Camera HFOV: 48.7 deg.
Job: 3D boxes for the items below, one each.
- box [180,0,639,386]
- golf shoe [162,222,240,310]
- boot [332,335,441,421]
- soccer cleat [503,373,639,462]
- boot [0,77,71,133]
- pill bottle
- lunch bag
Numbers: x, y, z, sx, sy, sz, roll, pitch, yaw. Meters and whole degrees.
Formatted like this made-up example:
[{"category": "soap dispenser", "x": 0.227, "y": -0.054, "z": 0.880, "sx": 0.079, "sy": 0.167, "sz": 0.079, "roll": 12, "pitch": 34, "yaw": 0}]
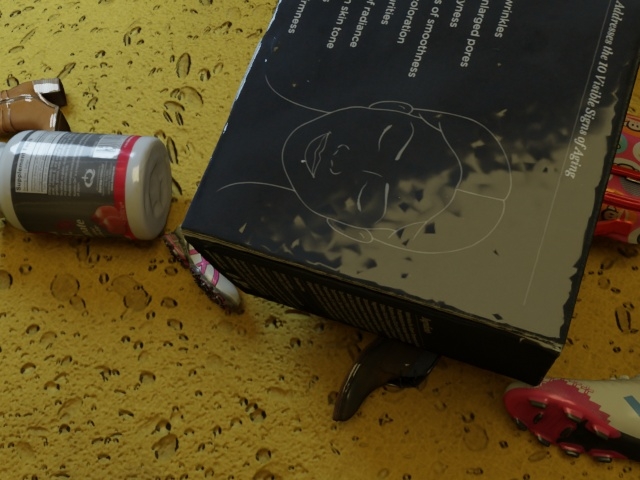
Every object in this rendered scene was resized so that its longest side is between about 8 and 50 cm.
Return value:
[{"category": "box", "x": 0.144, "y": -0.113, "z": 0.985, "sx": 0.472, "sy": 0.297, "sz": 0.479, "roll": 16, "pitch": 75, "yaw": 18}, {"category": "golf shoe", "x": -0.183, "y": 0.035, "z": 1.182, "sx": 0.086, "sy": 0.067, "sz": 0.186, "roll": -36, "pitch": 66, "yaw": -16}, {"category": "boot", "x": 0.110, "y": 0.199, "z": 1.076, "sx": 0.106, "sy": 0.082, "sz": 0.219, "roll": 27, "pitch": 65, "yaw": 18}, {"category": "soccer cleat", "x": 0.435, "y": 0.249, "z": 1.031, "sx": 0.331, "sy": 0.116, "sz": 0.143, "roll": 18, "pitch": 49, "yaw": 9}, {"category": "boot", "x": -0.557, "y": -0.221, "z": 1.333, "sx": 0.152, "sy": 0.073, "sz": 0.197, "roll": -15, "pitch": 51, "yaw": -6}, {"category": "pill bottle", "x": -0.429, "y": -0.096, "z": 1.200, "sx": 0.319, "sy": 0.176, "sz": 0.176, "roll": 3, "pitch": 63, "yaw": 5}, {"category": "lunch bag", "x": 0.434, "y": -0.112, "z": 1.174, "sx": 0.293, "sy": 0.120, "sz": 0.258, "roll": 18, "pitch": 52, "yaw": 15}]
